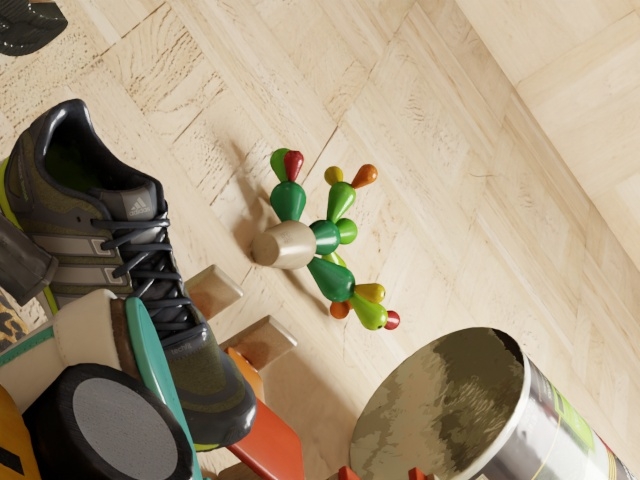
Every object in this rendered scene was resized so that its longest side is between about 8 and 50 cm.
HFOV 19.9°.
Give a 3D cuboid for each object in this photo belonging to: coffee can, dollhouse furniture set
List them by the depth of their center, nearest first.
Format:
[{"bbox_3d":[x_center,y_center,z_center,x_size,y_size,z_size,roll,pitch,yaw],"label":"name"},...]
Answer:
[{"bbox_3d":[-0.029,0.173,1.436,0.259,0.135,0.262,45,23,-33],"label":"dollhouse furniture set"},{"bbox_3d":[0.188,0.245,1.756,0.275,0.201,0.201,47,22,-29],"label":"coffee can"}]

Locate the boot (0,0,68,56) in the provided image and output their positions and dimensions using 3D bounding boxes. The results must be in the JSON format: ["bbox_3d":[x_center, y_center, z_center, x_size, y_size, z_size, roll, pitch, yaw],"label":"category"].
[{"bbox_3d":[-0.297,-0.226,1.510,0.137,0.077,0.198,56,6,7],"label":"boot"}]

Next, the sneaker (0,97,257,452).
[{"bbox_3d":[-0.145,0.025,1.317,0.111,0.121,0.300,-23,64,-40],"label":"sneaker"}]

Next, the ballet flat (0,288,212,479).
[{"bbox_3d":[-0.115,0.193,1.181,0.139,0.139,0.400,-98,170,-49],"label":"ballet flat"}]

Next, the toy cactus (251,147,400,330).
[{"bbox_3d":[0.000,0.000,1.851,0.180,0.112,0.219,-12,79,-59],"label":"toy cactus"}]

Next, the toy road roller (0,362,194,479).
[{"bbox_3d":[-0.187,0.214,0.918,0.240,0.202,0.330,18,37,-44],"label":"toy road roller"}]

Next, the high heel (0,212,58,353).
[{"bbox_3d":[-0.273,0.024,1.171,0.186,0.093,0.261,42,23,-17],"label":"high heel"}]
